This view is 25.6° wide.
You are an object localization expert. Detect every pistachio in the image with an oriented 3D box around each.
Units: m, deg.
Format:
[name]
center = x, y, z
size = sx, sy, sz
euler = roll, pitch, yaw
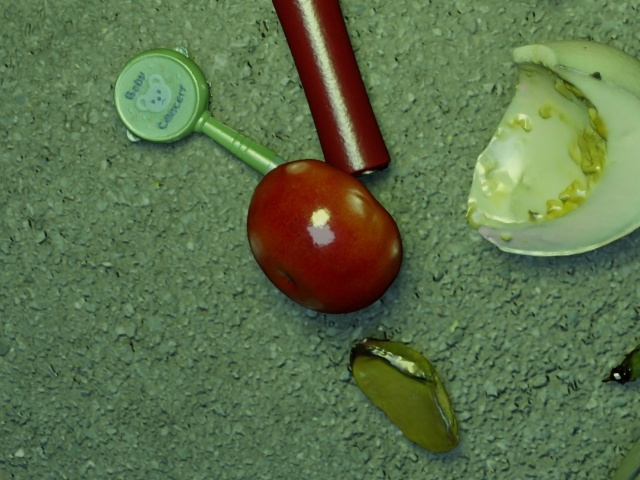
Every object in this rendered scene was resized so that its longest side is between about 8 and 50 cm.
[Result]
[pistachio]
center = 0.111, 0.178, 1.708
size = 0.173, 0.049, 0.089
euler = 46, 124, 1

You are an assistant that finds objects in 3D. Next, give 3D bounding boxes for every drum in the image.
[drum]
center = -0.128, -0.156, 1.714
size = 0.253, 0.049, 0.130
euler = 17, 99, 5

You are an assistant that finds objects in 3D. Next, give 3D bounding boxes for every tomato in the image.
[tomato]
center = 0.000, 0.000, 1.639
size = 0.195, 0.195, 0.136
euler = 36, 66, 5

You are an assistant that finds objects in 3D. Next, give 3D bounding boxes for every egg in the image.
[egg]
center = 0.293, -0.121, 1.590
size = 0.207, 0.161, 0.271
euler = 15, 133, 0

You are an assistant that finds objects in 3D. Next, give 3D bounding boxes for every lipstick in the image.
[lipstick]
center = 0.013, -0.190, 1.670
size = 0.080, 0.080, 0.241
euler = -17, 93, 11

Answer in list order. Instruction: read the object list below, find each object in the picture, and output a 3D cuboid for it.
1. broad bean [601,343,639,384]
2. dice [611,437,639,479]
[broad bean]
center = 0.481, 0.097, 1.626
size = 0.339, 0.061, 0.077
euler = -29, 74, 11
[dice]
center = 0.449, 0.287, 1.588
size = 0.194, 0.192, 0.193
euler = 38, 102, 6
